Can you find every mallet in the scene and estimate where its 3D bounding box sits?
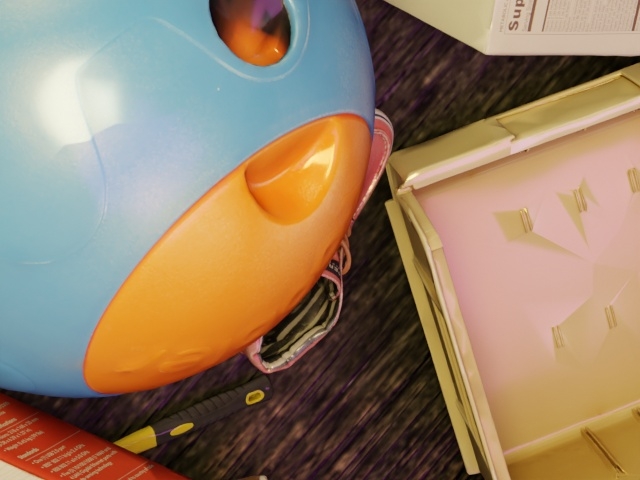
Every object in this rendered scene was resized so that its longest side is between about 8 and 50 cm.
[{"bbox_3d":[-0.115,0.120,1.143,0.190,0.039,0.062,-29,122,-23],"label":"mallet"}]

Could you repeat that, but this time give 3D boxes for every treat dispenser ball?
[{"bbox_3d":[-0.117,-0.066,0.889,0.288,0.288,0.288,-14,119,-26],"label":"treat dispenser ball"}]

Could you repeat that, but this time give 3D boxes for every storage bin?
[{"bbox_3d":[0.202,0.033,1.181,0.262,0.123,0.260,-20,113,-5],"label":"storage bin"}]

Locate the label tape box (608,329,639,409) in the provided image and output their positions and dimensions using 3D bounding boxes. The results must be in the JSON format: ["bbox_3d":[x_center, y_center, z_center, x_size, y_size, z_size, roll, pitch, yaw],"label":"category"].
[{"bbox_3d":[0.386,0.040,1.351,0.334,0.106,0.240,17,104,-18],"label":"label tape box"}]

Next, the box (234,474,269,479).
[{"bbox_3d":[-0.015,0.349,1.191,0.143,0.191,0.381,-14,131,23],"label":"box"}]

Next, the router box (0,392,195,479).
[{"bbox_3d":[-0.208,0.255,0.993,0.082,0.301,0.335,-26,136,-70],"label":"router box"}]

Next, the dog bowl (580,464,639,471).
[{"bbox_3d":[0.210,0.294,1.223,0.265,0.265,0.104,-51,143,-1],"label":"dog bowl"}]

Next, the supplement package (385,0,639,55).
[{"bbox_3d":[0.173,-0.197,1.102,0.244,0.134,0.139,-3,114,-31],"label":"supplement package"}]

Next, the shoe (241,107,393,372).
[{"bbox_3d":[0.000,0.000,1.122,0.178,0.081,0.063,-52,128,0],"label":"shoe"}]
